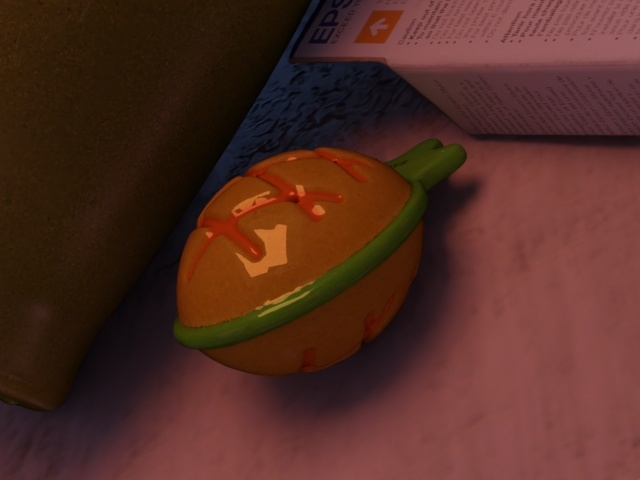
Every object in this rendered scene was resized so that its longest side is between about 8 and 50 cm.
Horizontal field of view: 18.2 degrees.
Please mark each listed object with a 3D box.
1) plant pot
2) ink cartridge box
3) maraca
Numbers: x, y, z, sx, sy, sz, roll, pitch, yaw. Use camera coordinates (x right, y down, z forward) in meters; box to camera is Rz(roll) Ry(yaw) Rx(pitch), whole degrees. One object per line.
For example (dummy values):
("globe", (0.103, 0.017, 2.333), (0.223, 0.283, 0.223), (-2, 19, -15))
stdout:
("plant pot", (-0.188, -0.111, 1.045), (0.366, 0.366, 0.353), (11, 78, 47))
("ink cartridge box", (0.185, -0.193, 1.006), (0.330, 0.071, 0.324), (5, 56, 48))
("maraca", (0.000, 0.000, 0.961), (0.127, 0.099, 0.186), (-13, 21, 37))
